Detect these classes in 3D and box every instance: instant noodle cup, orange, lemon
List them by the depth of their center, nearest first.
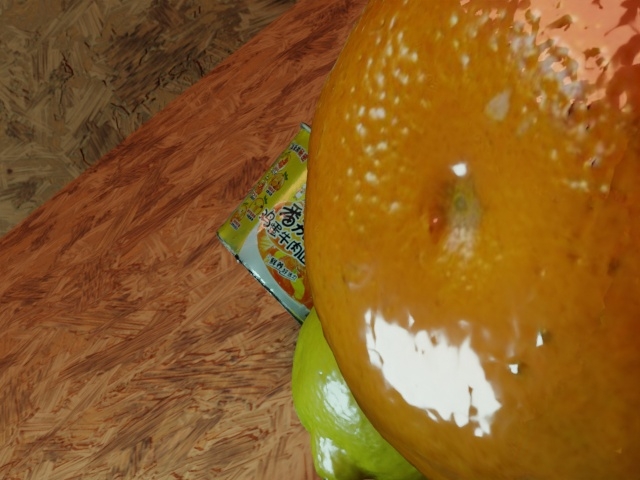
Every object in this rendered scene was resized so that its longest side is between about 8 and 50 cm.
[{"bbox_3d":[0.189,-0.020,1.040,0.326,0.424,0.424,2,-11,-42],"label":"orange"},{"bbox_3d":[0.080,0.094,1.276,0.248,0.184,0.184,-41,19,-16],"label":"lemon"},{"bbox_3d":[0.000,0.000,1.651,0.153,0.205,0.205,-46,19,1],"label":"instant noodle cup"}]
